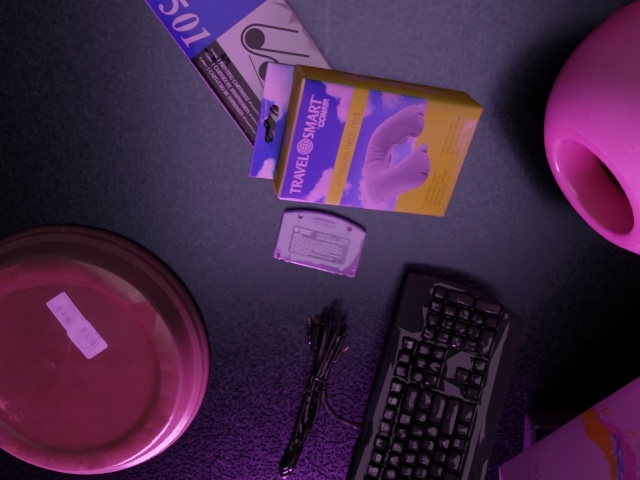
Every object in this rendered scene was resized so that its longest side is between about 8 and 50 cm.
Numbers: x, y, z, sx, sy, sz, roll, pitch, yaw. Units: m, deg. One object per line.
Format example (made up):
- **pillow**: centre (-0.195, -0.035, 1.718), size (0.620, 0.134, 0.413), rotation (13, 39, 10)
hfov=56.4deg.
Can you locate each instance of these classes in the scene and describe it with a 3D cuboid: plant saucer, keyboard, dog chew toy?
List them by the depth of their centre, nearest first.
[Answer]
- **dog chew toy**: centre (0.344, -0.127, 0.450), size (0.332, 0.206, 0.206), rotation (-32, 101, 1)
- **keyboard**: centre (0.056, 0.185, 0.564), size (0.202, 0.033, 0.317), rotation (15, 85, 17)
- **plant saucer**: centre (-0.254, 0.122, 0.607), size (0.278, 0.041, 0.277), rotation (1, 103, 2)

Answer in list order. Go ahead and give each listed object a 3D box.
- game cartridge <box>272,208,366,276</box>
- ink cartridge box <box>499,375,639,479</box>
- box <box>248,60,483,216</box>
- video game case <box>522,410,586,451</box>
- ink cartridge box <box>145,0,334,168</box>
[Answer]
- **game cartridge**: centre (0.000, 0.000, 0.579), size (0.083, 0.017, 0.055), rotation (15, 108, -2)
- **ink cartridge box**: centre (0.302, 0.245, 0.516), size (0.207, 0.119, 0.353), rotation (39, 119, -6)
- **box**: centre (0.036, -0.083, 0.509), size (0.178, 0.042, 0.109), rotation (5, 120, -17)
- **video game case**: centre (0.340, 0.311, 0.635), size (0.249, 0.035, 0.274), rotation (-1, 104, 2)
- **ink cartridge box**: centre (-0.067, -0.176, 0.522), size (0.097, 0.046, 0.207), rotation (-35, 100, 9)
